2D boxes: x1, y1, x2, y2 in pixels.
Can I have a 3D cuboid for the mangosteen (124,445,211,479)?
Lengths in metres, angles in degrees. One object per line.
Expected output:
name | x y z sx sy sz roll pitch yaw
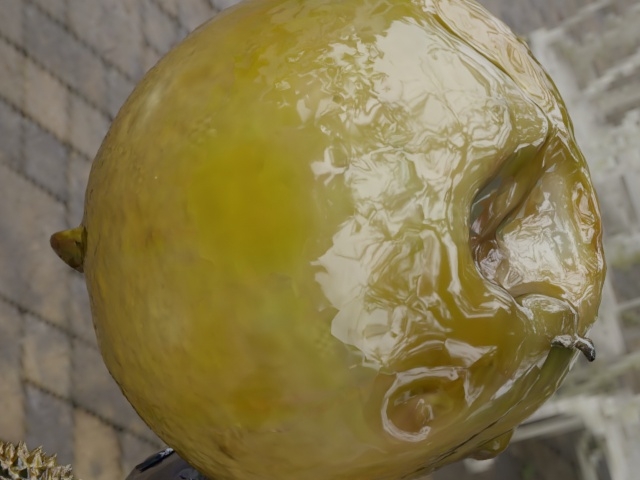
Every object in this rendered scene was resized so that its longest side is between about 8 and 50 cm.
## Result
mangosteen | -0.046 0.213 1.017 0.230 0.194 0.194 79 5 -62

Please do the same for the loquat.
loquat | 0.000 0.000 0.726 0.244 0.244 0.244 47 33 -44

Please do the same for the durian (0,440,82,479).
durian | -0.222 0.216 1.152 0.137 0.158 0.168 -25 103 -73
